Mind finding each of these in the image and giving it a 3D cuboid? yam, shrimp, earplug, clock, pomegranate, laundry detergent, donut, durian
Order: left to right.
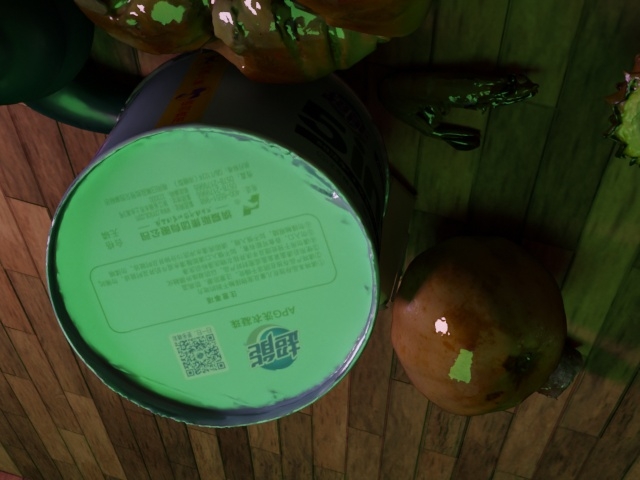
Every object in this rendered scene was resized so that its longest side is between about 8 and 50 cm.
[{"bbox_3d":[-0.285,-0.176,1.242,0.164,0.280,0.257,-23,102,12],"label":"earplug"},{"bbox_3d":[-0.073,-0.261,0.948,0.360,0.170,0.360,14,153,7],"label":"donut"},{"bbox_3d":[-0.080,-0.027,1.180,0.287,0.305,0.287,2,115,4],"label":"laundry detergent"},{"bbox_3d":[0.000,0.000,1.396,0.192,0.147,0.071,-2,150,36],"label":"clock"},{"bbox_3d":[0.140,-0.122,1.207,0.178,0.034,0.124,2,151,33],"label":"shrimp"},{"bbox_3d":[0.172,0.093,1.395,0.207,0.207,0.207,15,152,8],"label":"pomegranate"},{"bbox_3d":[0.249,0.143,1.572,0.141,0.079,0.079,25,152,-14],"label":"yam"},{"bbox_3d":[0.343,-0.127,1.030,0.224,0.078,0.140,-12,128,30],"label":"durian"}]
